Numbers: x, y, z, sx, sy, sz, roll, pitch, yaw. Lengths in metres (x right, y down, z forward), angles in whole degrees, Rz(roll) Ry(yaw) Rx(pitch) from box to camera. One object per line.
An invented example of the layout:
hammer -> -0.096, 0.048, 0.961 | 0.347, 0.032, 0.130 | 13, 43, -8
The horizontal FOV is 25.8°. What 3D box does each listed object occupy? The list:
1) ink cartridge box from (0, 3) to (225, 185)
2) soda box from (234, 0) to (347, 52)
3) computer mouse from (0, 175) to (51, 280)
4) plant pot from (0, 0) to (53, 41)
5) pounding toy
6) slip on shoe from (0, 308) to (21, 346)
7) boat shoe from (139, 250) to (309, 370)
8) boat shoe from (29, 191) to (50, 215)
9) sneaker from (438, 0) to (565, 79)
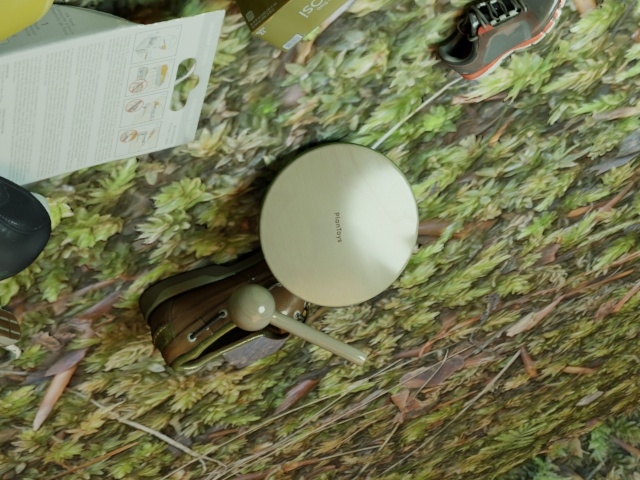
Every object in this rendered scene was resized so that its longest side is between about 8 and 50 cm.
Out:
ink cartridge box -> -0.214, -0.135, 1.240 | 0.232, 0.066, 0.189 | -21, 153, -28
soda box -> 0.009, -0.249, 1.220 | 0.181, 0.061, 0.058 | -37, 151, 20
computer mouse -> -0.348, -0.022, 1.198 | 0.188, 0.072, 0.272 | -30, 140, 27
plant pot -> -0.194, -0.264, 0.846 | 0.239, 0.254, 0.254 | -32, 157, -26
pounding toy -> 0.000, 0.000, 1.578 | 0.183, 0.110, 0.237 | 19, 95, -17
slip on shoe -> -0.368, 0.084, 1.484 | 0.041, 0.051, 0.135 | -19, 160, 11
boat shoe -> -0.056, 0.071, 1.669 | 0.307, 0.104, 0.111 | -22, 152, -10
boat shoe -> -0.360, 0.016, 1.341 | 0.219, 0.070, 0.078 | -18, 152, -17
sneaker -> 0.184, -0.223, 1.426 | 0.065, 0.061, 0.158 | 14, 132, -43
